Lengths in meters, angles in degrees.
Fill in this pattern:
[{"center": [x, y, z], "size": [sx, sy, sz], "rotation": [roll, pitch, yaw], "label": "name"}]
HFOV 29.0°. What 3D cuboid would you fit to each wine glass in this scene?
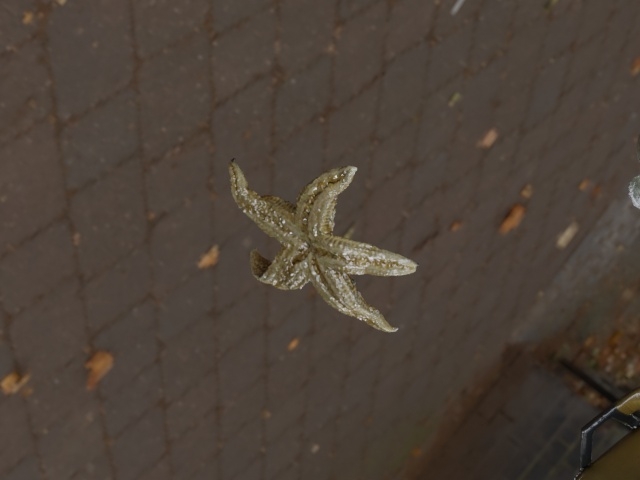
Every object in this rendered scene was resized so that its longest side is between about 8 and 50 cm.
[{"center": [0.469, -0.109, 1.731], "size": [0.066, 0.066, 0.198], "rotation": [-66, 176, 32], "label": "wine glass"}]

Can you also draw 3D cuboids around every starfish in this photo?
[{"center": [0.000, 0.000, 1.404], "size": [0.062, 0.277, 0.236], "rotation": [-41, 180, -45], "label": "starfish"}]

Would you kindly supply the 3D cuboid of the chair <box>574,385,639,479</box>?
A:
[{"center": [0.321, 0.228, 1.110], "size": [0.172, 0.159, 0.247], "rotation": [-43, 146, -2], "label": "chair"}]
